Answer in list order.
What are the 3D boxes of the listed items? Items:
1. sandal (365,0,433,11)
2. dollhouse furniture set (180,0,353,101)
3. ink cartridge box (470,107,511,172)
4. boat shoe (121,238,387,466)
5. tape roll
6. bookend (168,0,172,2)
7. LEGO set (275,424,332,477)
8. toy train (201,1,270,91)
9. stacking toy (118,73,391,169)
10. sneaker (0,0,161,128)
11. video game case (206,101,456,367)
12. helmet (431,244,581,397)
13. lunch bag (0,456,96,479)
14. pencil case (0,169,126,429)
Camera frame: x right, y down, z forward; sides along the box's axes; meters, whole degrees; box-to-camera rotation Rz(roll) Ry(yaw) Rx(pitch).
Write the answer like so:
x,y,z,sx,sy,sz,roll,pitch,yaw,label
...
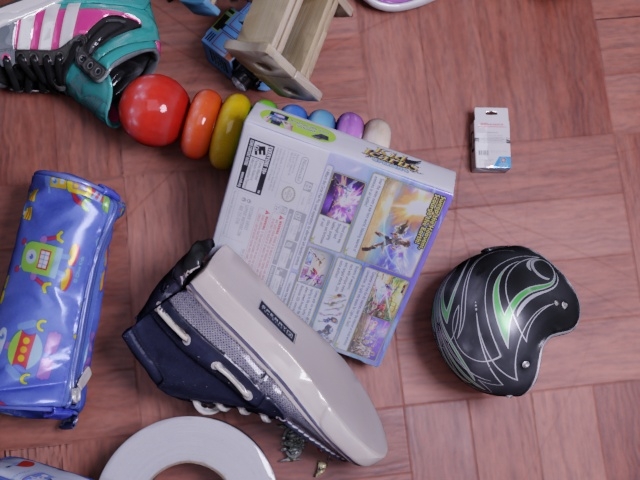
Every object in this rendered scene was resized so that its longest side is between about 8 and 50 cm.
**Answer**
x,y,z,sx,sy,sz,roll,pitch,yaw,label
0.203,-0.474,1.239,0.416,0.102,0.169,-39,85,-11,sandal
-0.080,-0.262,1.111,0.184,0.129,0.129,14,78,34,dollhouse furniture set
0.227,-0.134,1.220,0.048,0.028,0.083,1,80,-4,ink cartridge box
-0.080,0.165,1.090,0.158,0.127,0.340,-38,99,20,boat shoe
-0.157,0.320,1.092,0.219,0.072,0.219,1,80,-5,tape roll
-0.151,-0.402,1.175,0.157,0.156,0.072,-30,84,-8,bookend
-0.023,0.258,1.136,0.083,0.023,0.054,24,79,0,LEGO set
-0.067,-0.281,1.201,0.105,0.080,0.184,39,80,9,toy train
-0.086,-0.129,1.133,0.330,0.141,0.141,18,79,-4,stacking toy
-0.326,-0.210,1.152,0.295,0.124,0.178,-30,74,-10,sneaker
0.000,0.000,1.084,0.244,0.061,0.269,20,123,1,video game case
0.216,0.101,1.112,0.161,0.169,0.169,-35,84,-25,helmet
-0.337,0.404,1.006,0.243,0.115,0.303,8,84,23,lunch bag
-0.318,0.070,1.098,0.133,0.119,0.306,6,79,21,pencil case
